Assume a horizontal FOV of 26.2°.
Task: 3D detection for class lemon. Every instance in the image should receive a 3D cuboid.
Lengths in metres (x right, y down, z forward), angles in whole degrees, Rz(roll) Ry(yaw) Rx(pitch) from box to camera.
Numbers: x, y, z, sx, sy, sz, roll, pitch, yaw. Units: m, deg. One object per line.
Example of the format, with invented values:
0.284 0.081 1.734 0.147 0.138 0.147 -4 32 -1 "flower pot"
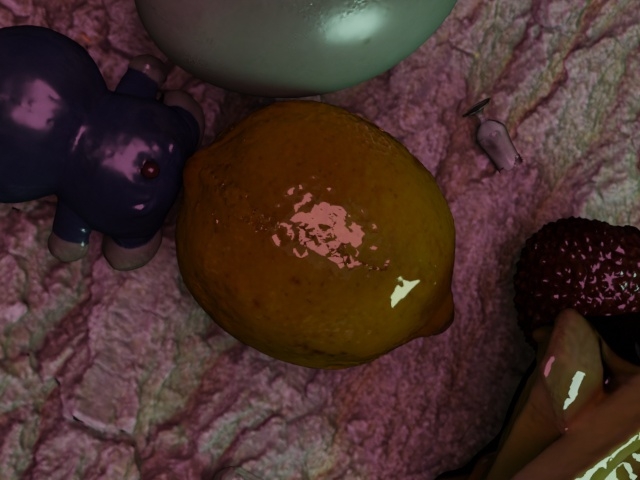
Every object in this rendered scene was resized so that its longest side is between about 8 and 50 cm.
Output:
0.000 0.000 1.370 0.310 0.258 0.258 29 80 -7 "lemon"

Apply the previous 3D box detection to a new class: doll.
-0.255 -0.102 1.372 0.258 0.154 0.228 25 90 -4 "doll"

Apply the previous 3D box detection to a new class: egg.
-0.011 -0.284 1.362 0.389 0.276 0.276 -24 94 -35 "egg"

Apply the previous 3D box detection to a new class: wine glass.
0.196 -0.117 1.546 0.039 0.042 0.083 -30 101 23 "wine glass"

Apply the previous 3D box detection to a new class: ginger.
0.305 0.270 1.405 0.413 0.211 0.358 32 111 -26 "ginger"

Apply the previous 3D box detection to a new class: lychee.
0.295 0.062 1.496 0.188 0.188 0.188 1 87 -15 "lychee"

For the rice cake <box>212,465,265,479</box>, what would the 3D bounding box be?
-0.006 0.314 1.462 0.256 0.057 0.052 30 63 -12 "rice cake"
